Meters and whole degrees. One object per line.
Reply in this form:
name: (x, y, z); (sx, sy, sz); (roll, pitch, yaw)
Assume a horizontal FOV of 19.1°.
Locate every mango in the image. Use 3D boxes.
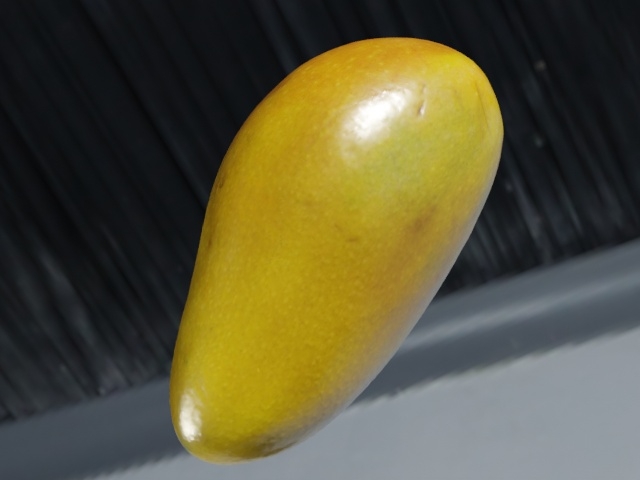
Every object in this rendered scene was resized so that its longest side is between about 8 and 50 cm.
mango: (0.000, 0.000, 0.969); (0.113, 0.138, 0.253); (18, 70, 46)
